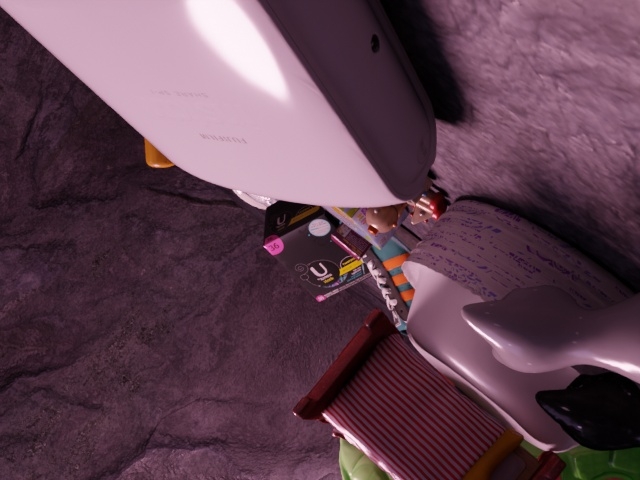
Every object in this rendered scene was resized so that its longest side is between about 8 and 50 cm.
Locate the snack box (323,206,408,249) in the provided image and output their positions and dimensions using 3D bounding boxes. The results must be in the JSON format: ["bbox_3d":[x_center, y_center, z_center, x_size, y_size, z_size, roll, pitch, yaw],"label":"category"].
[{"bbox_3d":[0.002,-0.088,0.909,0.207,0.070,0.174,37,179,21],"label":"snack box"}]

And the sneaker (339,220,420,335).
[{"bbox_3d":[0.130,0.069,1.080,0.302,0.121,0.108,40,176,14],"label":"sneaker"}]

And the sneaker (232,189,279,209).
[{"bbox_3d":[-0.045,-0.085,1.274,0.283,0.110,0.122,40,157,-24],"label":"sneaker"}]

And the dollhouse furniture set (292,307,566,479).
[{"bbox_3d":[0.025,0.276,0.636,0.201,0.374,0.152,36,177,21],"label":"dollhouse furniture set"}]

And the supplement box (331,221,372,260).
[{"bbox_3d":[0.062,-0.019,1.028,0.055,0.083,0.043,40,174,6],"label":"supplement box"}]

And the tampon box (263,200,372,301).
[{"bbox_3d":[0.000,0.000,1.196,0.161,0.120,0.101,46,-154,-34],"label":"tampon box"}]

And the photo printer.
[{"bbox_3d":[-0.062,-0.129,0.540,0.256,0.107,0.307,11,159,32],"label":"photo printer"}]

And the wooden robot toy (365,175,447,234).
[{"bbox_3d":[0.083,-0.036,0.771,0.076,0.079,0.173,37,175,26],"label":"wooden robot toy"}]

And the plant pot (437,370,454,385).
[{"bbox_3d":[0.304,0.291,1.105,0.267,0.236,0.267,41,175,-11],"label":"plant pot"}]

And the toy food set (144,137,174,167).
[{"bbox_3d":[-0.163,-0.175,0.977,0.111,0.105,0.232,16,-156,37],"label":"toy food set"}]

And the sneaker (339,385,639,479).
[{"bbox_3d":[0.254,0.249,0.880,0.482,0.185,0.202,10,-157,-16],"label":"sneaker"}]

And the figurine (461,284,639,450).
[{"bbox_3d":[0.221,0.098,0.478,0.209,0.092,0.215,-1,144,45],"label":"figurine"}]

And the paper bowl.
[{"bbox_3d":[0.203,0.100,0.726,0.284,0.148,0.284,41,174,5],"label":"paper bowl"}]
